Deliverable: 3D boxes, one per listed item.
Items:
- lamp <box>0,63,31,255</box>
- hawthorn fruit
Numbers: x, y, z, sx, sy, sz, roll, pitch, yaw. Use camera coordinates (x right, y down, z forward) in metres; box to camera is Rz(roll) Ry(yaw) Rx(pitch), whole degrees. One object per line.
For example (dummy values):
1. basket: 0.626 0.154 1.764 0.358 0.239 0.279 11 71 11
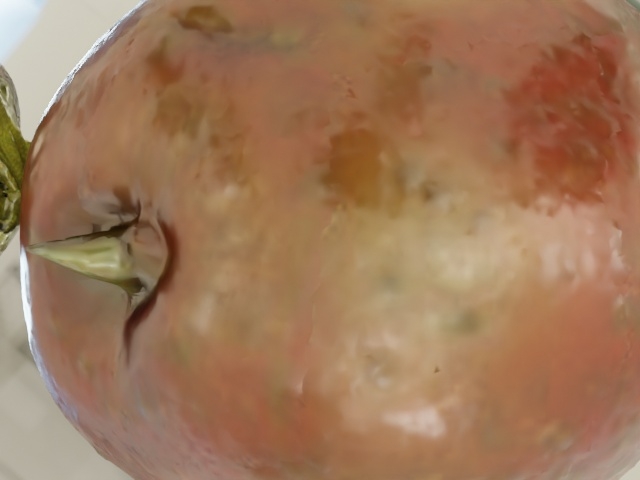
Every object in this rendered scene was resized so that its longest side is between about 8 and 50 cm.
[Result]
1. lamp: -0.236 -0.044 1.064 0.156 0.135 0.157 -53 -169 2
2. hawthorn fruit: 0.000 0.000 1.005 0.403 0.403 0.403 -48 167 -15
